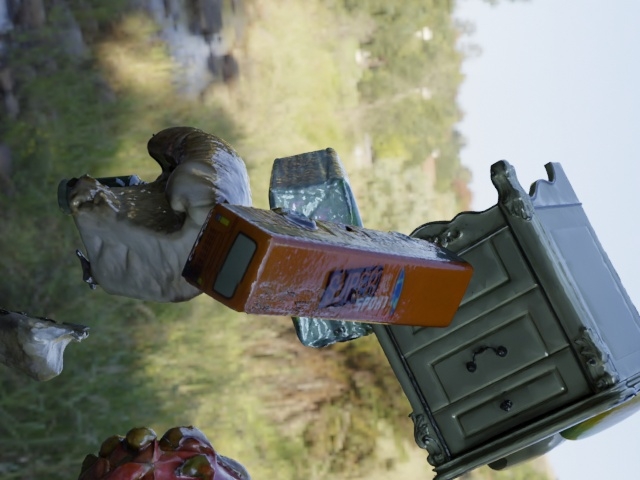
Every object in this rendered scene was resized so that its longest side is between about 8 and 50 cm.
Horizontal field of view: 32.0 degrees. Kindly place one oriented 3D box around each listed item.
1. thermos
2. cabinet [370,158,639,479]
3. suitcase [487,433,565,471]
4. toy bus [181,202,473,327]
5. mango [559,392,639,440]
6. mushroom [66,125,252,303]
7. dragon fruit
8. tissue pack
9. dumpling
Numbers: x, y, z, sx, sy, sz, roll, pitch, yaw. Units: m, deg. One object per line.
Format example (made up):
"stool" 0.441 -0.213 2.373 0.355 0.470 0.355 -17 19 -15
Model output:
"thermos" -0.410 -0.095 2.164 0.073 0.188 0.083 -71 153 -57
"cabinet" 0.234 0.097 1.440 0.227 0.290 0.318 -9 71 -56
"suitcase" 0.422 0.278 2.094 0.194 0.351 0.339 50 -26 6
"toy bus" 0.026 0.032 1.143 0.409 0.092 0.093 8 108 -54
"mango" 0.453 0.245 1.758 0.092 0.195 0.130 56 7 27
"mushroom" -0.206 -0.049 1.872 0.397 0.314 0.224 6 -57 50
"dragon fruit" -0.239 0.394 1.661 0.296 0.314 0.263 -76 148 -54
"tissue pack" 0.000 0.000 1.641 0.311 0.128 0.228 -102 -179 -78
"dumpling" -0.413 0.140 1.556 0.332 0.166 0.086 10 -98 52
